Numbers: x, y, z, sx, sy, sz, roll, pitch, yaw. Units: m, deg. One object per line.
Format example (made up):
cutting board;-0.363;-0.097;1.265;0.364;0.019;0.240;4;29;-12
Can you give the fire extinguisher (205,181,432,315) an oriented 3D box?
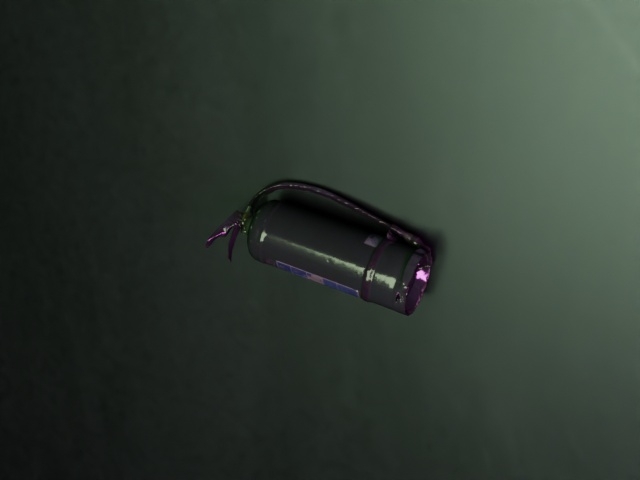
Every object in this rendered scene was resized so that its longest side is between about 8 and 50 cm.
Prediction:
fire extinguisher;0.000;0.000;0.512;0.083;0.025;0.038;18;76;18
